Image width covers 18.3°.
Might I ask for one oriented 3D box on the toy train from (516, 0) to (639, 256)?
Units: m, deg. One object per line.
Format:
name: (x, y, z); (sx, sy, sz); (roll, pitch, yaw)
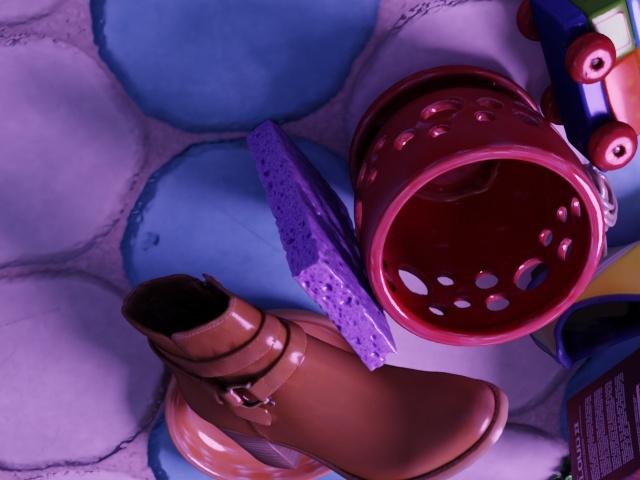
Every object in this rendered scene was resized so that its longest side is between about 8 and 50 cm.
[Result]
toy train: (0.264, -0.115, 1.627); (0.143, 0.105, 0.248); (-27, 126, -8)

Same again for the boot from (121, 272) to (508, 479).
boot: (-0.008, 0.101, 1.616); (0.283, 0.109, 0.220); (2, 145, 40)

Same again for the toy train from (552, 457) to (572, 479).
toy train: (0.245, 0.219, 1.903); (0.024, 0.017, 0.083); (14, 122, -32)

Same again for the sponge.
sponge: (0.000, 0.000, 1.582); (0.031, 0.210, 0.117); (-33, 125, 10)

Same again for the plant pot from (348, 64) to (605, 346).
plant pot: (0.117, -0.039, 1.598); (0.191, 0.174, 0.191); (-5, 126, -7)

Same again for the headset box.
headset box: (0.362, 0.164, 1.761); (0.218, 0.110, 0.293); (5, 158, -16)

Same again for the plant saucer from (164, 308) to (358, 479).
plant saucer: (-0.041, 0.137, 1.779); (0.200, 0.037, 0.200); (-5, 126, -6)

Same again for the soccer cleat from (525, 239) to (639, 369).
soccer cleat: (0.315, 0.028, 1.715); (0.289, 0.121, 0.093); (-25, 125, 7)
